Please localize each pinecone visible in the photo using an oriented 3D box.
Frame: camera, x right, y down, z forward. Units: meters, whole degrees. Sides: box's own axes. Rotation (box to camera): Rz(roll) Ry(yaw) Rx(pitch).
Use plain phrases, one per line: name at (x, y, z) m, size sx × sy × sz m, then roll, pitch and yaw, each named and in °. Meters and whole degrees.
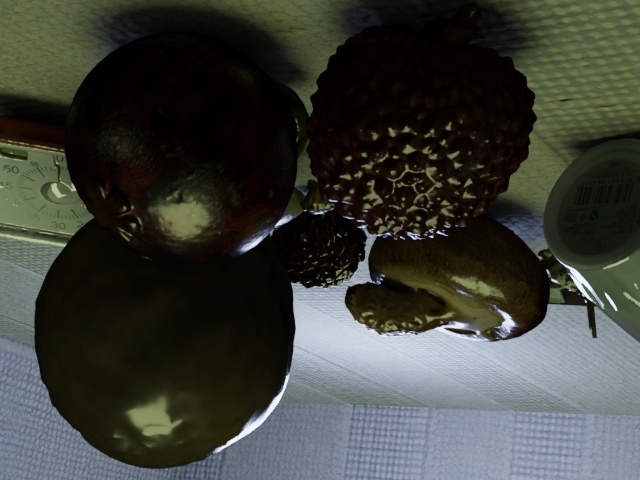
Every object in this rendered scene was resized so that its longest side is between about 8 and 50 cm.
pinecone at (0.007, 0.005, 2.200) m, size 0.163 × 0.163 × 0.165 m, roll -1°, pitch 177°, yaw 29°

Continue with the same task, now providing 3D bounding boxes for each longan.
longan at (-0.229, 0.137, 1.914) m, size 0.404 × 0.404 × 0.436 m, roll 7°, pitch -178°, yaw 4°

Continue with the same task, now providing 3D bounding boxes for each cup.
cup at (0.500, 0.028, 1.831) m, size 0.253 × 0.253 × 0.371 m, roll -9°, pitch 149°, yaw 45°

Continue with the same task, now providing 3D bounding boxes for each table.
table at (0.428, 0.118, 2.436) m, size 0.240 × 0.111 × 0.121 m, roll 2°, pitch 162°, yaw 19°

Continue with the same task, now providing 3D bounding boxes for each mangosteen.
mangosteen at (-0.159, -0.137, 1.661) m, size 0.306 × 0.359 × 0.306 m, roll 25°, pitch 142°, yaw 21°

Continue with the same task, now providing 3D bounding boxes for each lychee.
lychee at (0.118, -0.141, 1.499) m, size 0.264 × 0.300 × 0.264 m, roll 23°, pitch -160°, yaw -9°

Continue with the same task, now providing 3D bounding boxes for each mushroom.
mushroom at (0.232, 0.061, 2.177) m, size 0.345 × 0.239 × 0.345 m, roll 11°, pitch -173°, yaw -1°

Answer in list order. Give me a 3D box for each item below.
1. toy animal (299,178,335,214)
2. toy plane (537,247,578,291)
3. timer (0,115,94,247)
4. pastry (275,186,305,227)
toy animal at (0.105, -0.072, 1.942) m, size 0.255 × 0.116 × 0.114 m, roll 16°, pitch 164°, yaw -25°
toy plane at (0.452, 0.012, 2.100) m, size 0.092 × 0.108 × 0.286 m, roll 18°, pitch 149°, yaw -26°
timer at (-0.407, -0.104, 2.024) m, size 0.257 × 0.161 × 0.250 m, roll 10°, pitch 158°, yaw -4°
pastry at (-0.099, -0.084, 1.968) m, size 0.166 × 0.088 × 0.166 m, roll 40°, pitch -176°, yaw -3°
